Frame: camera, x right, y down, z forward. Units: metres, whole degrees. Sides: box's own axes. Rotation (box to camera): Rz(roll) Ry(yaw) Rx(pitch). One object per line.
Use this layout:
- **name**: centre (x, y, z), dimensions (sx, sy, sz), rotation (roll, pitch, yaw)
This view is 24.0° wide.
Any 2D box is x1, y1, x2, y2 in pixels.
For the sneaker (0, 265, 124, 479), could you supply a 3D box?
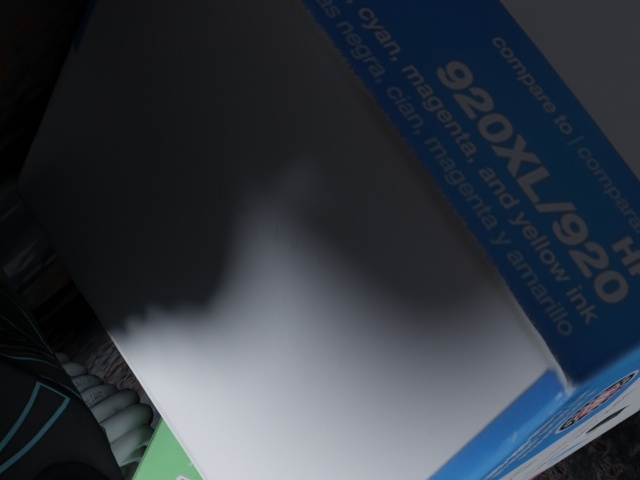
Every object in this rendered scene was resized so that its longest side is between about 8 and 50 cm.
- **sneaker**: centre (-0.108, 0.064, 0.409), dimensions (0.101, 0.106, 0.267), rotation (-49, 177, -2)

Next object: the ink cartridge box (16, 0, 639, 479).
- **ink cartridge box**: centre (0.064, -0.033, 0.454), dimensions (0.233, 0.168, 0.171), rotation (-25, 162, -34)

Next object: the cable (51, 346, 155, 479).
- **cable**: centre (-0.173, 0.150, 0.628), dimensions (0.257, 0.089, 0.257), rotation (-50, 175, 12)

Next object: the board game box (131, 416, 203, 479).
- **board game box**: centre (0.000, 0.000, 0.693), dimensions (0.213, 0.046, 0.317), rotation (63, 52, -86)
